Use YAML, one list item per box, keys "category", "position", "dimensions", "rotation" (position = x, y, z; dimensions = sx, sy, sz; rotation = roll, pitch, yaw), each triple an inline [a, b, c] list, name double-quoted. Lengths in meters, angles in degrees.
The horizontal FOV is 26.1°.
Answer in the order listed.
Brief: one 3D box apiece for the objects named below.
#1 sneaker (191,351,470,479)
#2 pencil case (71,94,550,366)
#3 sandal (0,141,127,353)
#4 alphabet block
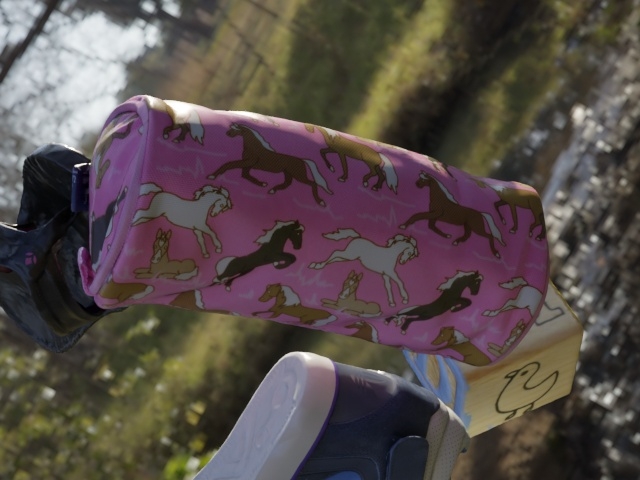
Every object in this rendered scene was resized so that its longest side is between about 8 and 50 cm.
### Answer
- category: "sneaker"
  position: [0.005, 0.266, 1.293]
  dimensions: [0.322, 0.236, 0.130]
  rotation: [-58, 27, 15]
- category: "pencil case"
  position: [0.000, 0.000, 1.107]
  dimensions: [0.167, 0.386, 0.160]
  rotation: [-32, 52, 58]
- category: "sandal"
  position: [-0.281, 0.043, 1.440]
  dimensions: [0.107, 0.167, 0.446]
  rotation: [-47, -1, -29]
- category: "alphabet block"
  position: [0.247, 0.145, 2.034]
  dimensions: [0.197, 0.193, 0.192]
  rotation: [-22, -33, -13]
